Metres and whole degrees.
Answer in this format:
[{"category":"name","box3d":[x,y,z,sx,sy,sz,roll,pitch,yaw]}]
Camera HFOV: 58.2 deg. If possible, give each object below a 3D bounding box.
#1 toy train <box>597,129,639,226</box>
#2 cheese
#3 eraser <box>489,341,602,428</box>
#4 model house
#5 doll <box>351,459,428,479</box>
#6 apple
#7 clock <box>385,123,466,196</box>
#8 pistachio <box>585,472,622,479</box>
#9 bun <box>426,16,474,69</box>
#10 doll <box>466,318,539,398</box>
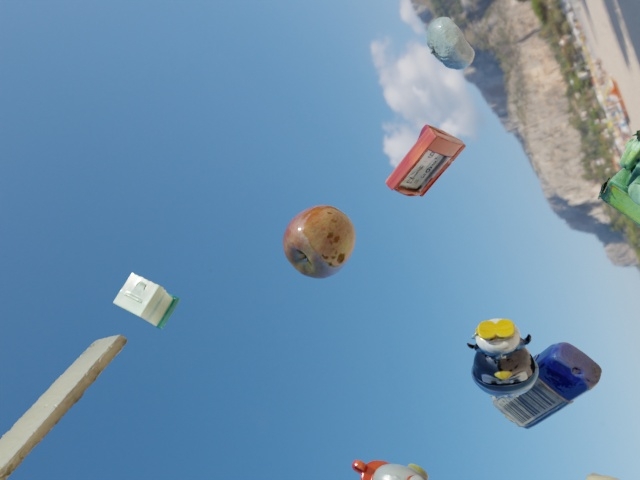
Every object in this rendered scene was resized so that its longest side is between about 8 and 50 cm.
[{"category":"toy train","box3d":[0.679,-0.148,1.098,0.159,0.272,0.188,44,165,27]},{"category":"cheese","box3d":[-0.514,0.316,1.102,0.034,0.085,0.400,67,-150,-24]},{"category":"eraser","box3d":[0.649,0.425,1.685,0.155,0.332,0.101,39,-133,10]},{"category":"model house","box3d":[-0.462,0.174,1.574,0.100,0.127,0.149,-60,-33,-18]},{"category":"doll","box3d":[0.202,0.499,1.052,0.337,0.199,0.105,31,-126,4]},{"category":"apple","box3d":[0.000,0.000,1.516,0.174,0.188,0.188,-42,-68,-31]},{"category":"clock","box3d":[0.213,-0.164,1.205,0.113,0.155,0.061,6,-140,-45]},{"category":"pistachio","box3d":[0.636,0.627,1.172,0.226,0.207,0.331,24,-155,-15]},{"category":"bun","box3d":[0.313,-0.473,1.403,0.141,0.083,0.140,44,-163,-18]},{"category":"doll","box3d":[0.487,0.328,1.539,0.141,0.177,0.314,-80,-27,-44]}]
